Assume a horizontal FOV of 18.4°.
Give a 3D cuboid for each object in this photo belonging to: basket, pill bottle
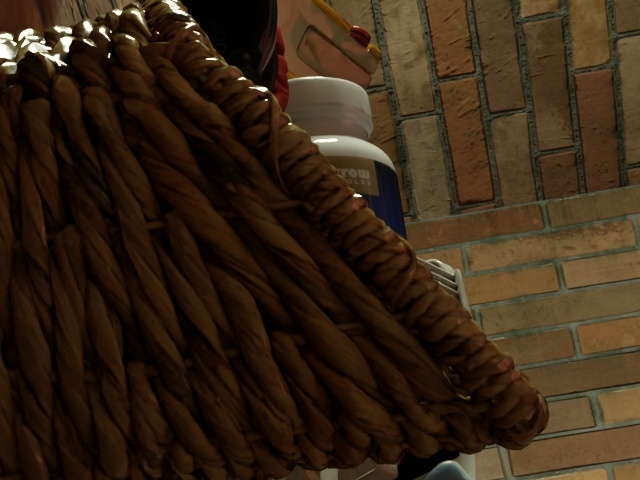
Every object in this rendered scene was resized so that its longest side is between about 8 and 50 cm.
[{"bbox_3d":[-0.027,-0.002,0.867,0.299,0.223,0.213,40,41,-83],"label":"basket"},{"bbox_3d":[0.000,0.000,1.745,0.153,0.153,0.264,70,11,-70],"label":"pill bottle"}]

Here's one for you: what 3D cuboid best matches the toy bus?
[{"bbox_3d":[-0.039,-0.196,1.987,0.104,0.191,0.202,5,-71,49],"label":"toy bus"}]

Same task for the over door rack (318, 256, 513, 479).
[{"bbox_3d":[0.043,0.110,1.494,0.239,0.108,0.324,25,30,-39],"label":"over door rack"}]

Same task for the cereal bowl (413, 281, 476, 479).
[{"bbox_3d":[0.078,0.215,2.182,0.339,0.141,0.339,-7,90,-77],"label":"cereal bowl"}]

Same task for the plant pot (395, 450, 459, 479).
[{"bbox_3d":[0.040,0.147,1.868,0.187,0.167,0.188,67,15,-72],"label":"plant pot"}]

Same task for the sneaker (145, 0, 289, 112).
[{"bbox_3d":[-0.080,-0.208,1.478,0.135,0.097,0.276,77,7,-68],"label":"sneaker"}]

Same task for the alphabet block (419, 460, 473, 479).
[{"bbox_3d":[0.114,0.338,1.843,0.192,0.193,0.197,51,-2,13],"label":"alphabet block"}]

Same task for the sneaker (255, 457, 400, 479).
[{"bbox_3d":[0.009,0.216,1.585,0.099,0.121,0.262,64,17,-73],"label":"sneaker"}]
